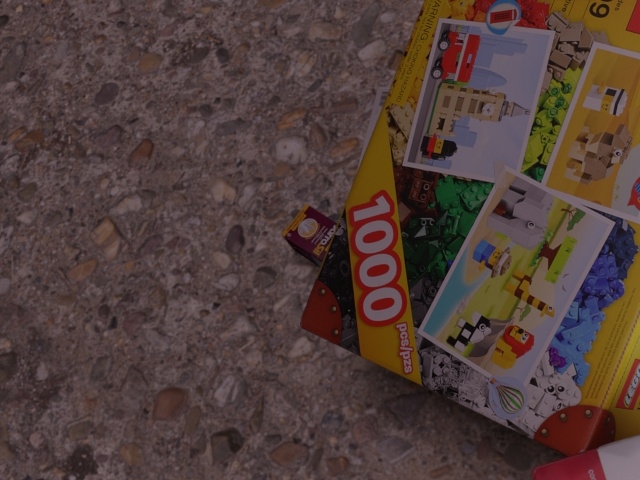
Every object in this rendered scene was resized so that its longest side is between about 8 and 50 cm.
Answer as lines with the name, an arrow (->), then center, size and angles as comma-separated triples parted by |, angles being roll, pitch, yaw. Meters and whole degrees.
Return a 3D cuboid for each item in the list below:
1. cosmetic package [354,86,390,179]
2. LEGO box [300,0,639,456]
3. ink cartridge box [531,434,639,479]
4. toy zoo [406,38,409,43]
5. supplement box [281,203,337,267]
cosmetic package -> 0.088, -0.066, 1.679 | 0.060, 0.099, 0.239 | 4, 66, 23
LEGO box -> 0.251, -0.060, 1.455 | 0.372, 0.193, 0.500 | 23, 94, 33
ink cartridge box -> 0.383, 0.262, 1.289 | 0.306, 0.226, 0.131 | -19, 58, 15
toy zoo -> 0.242, -0.234, 1.741 | 0.293, 0.030, 0.192 | 16, 71, 30
supplement box -> 0.000, 0.000, 1.715 | 0.083, 0.043, 0.055 | 32, 78, 33
